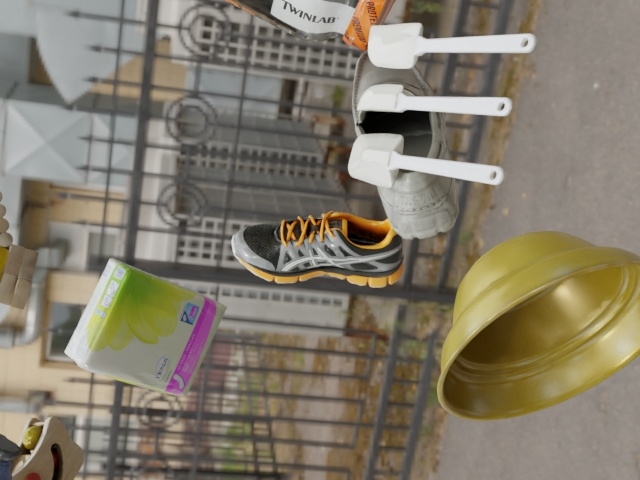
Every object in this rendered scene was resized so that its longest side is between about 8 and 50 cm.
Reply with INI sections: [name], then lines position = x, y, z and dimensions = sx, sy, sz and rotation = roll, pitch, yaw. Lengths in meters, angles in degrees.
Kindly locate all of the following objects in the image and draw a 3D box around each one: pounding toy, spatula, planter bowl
[pounding toy]
position = -0.541, 0.431, 1.637
dimensions = 0.155, 0.154, 0.269
rotation = -12, 47, 40
[spatula]
position = 0.109, -0.129, 0.934
dimensions = 0.242, 0.019, 0.168
rotation = 16, 94, 54
[planter bowl]
position = 0.182, 0.057, 0.810
dimensions = 0.217, 0.217, 0.090
rotation = 107, 148, -46

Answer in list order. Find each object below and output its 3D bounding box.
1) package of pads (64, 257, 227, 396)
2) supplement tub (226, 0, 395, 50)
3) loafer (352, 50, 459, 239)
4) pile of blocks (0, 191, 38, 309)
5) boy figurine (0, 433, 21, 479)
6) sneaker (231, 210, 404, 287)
[package of pads]
position = -0.364, 0.191, 2.004
dimensions = 0.101, 0.296, 0.229
rotation = 22, 85, 45
[supplement tub]
position = -0.058, -0.377, 1.154
dimensions = 0.207, 0.338, 0.207
rotation = -62, -1, -2
[loafer]
position = 0.094, -0.141, 1.118
dimensions = 0.319, 0.112, 0.111
rotation = -104, -5, -46
[pile of blocks]
position = -0.512, -0.065, 1.310
dimensions = 0.113, 0.149, 0.362
rotation = 3, 115, 59
[boy figurine]
position = -0.532, 0.440, 1.460
dimensions = 0.092, 0.177, 0.285
rotation = 23, 103, 41
[sneaker]
position = 0.000, 0.000, 1.160
dimensions = 0.083, 0.215, 0.084
rotation = 100, 169, -47
